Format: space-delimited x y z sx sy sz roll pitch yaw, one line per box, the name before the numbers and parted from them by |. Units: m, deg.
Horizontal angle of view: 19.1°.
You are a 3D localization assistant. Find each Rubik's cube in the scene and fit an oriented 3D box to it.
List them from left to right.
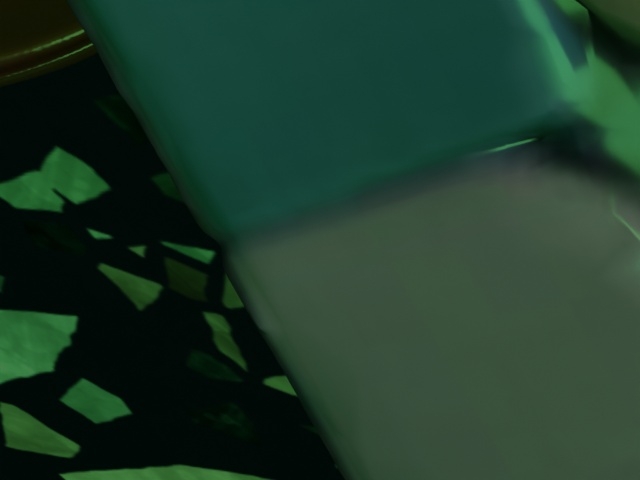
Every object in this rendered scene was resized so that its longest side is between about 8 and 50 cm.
Rubik's cube | 0.204 -0.065 0.422 0.347 0.344 0.346 -14 109 45

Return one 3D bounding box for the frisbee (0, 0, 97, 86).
frisbee | -0.155 -0.124 0.815 0.251 0.021 0.251 -14 160 -5
